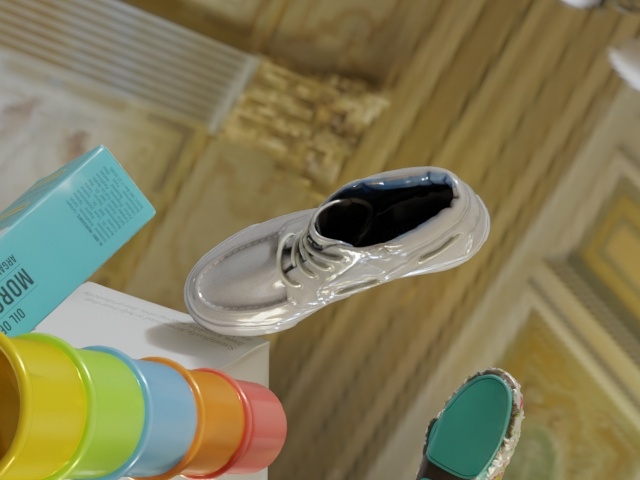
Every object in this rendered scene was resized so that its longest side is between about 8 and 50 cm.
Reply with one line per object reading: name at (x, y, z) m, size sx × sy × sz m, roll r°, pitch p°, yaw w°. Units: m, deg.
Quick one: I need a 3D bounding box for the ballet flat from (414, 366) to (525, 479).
ballet flat at (0.137, 0.225, 1.772) m, size 0.091 × 0.077 × 0.241 m, roll 35°, pitch -70°, yaw 29°

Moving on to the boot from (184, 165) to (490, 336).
boot at (0.000, 0.000, 1.445) m, size 0.258 × 0.123 × 0.095 m, roll -19°, pitch -108°, yaw 9°

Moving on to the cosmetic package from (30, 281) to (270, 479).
cosmetic package at (-0.169, 0.253, 1.589) m, size 0.217 × 0.156 × 0.385 m, roll 18°, pitch -65°, yaw 31°

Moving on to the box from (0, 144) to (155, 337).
box at (-0.219, 0.041, 1.164) m, size 0.244 × 0.060 × 0.100 m, roll -46°, pitch -166°, yaw -35°

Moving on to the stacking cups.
stacking cups at (-0.115, 0.107, 1.121) m, size 0.096 × 0.316 × 0.096 m, roll -4°, pitch -99°, yaw 30°
